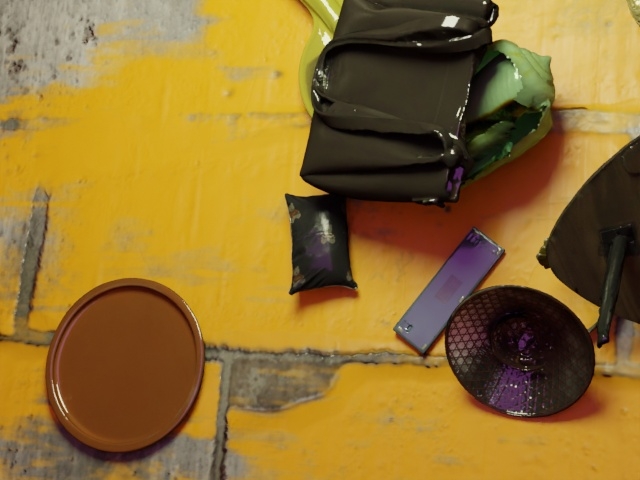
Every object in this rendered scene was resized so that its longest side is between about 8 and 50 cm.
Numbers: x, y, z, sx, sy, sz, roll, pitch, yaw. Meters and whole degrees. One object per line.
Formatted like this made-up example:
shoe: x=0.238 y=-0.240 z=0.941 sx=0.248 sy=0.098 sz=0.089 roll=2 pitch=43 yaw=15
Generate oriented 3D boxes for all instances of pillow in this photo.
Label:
pillow: x=0.000 y=0.000 z=1.845 sx=0.090 sy=0.048 sz=0.150 roll=-9 pitch=71 yaw=19

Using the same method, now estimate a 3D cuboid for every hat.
hat: x=0.260 y=0.125 z=1.714 sx=0.193 sy=0.082 sz=0.193 roll=10 pitch=118 yaw=19

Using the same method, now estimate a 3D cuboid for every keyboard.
keyboard: x=0.171 y=0.066 z=1.789 sx=0.055 sy=0.014 sz=0.176 roll=38 pitch=90 yaw=22

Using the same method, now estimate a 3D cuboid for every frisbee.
frisbee: x=-0.277 y=0.176 z=1.909 sx=0.251 sy=0.021 sz=0.251 roll=-4 pitch=76 yaw=17

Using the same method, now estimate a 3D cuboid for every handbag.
handbag: x=0.105 y=-0.190 z=1.752 sx=0.257 sy=0.113 sz=0.285 roll=9 pitch=83 yaw=44

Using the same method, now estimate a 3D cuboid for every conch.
conch: x=0.211 y=-0.147 z=1.762 sx=0.143 sy=0.137 sz=0.250 roll=43 pitch=93 yaw=22

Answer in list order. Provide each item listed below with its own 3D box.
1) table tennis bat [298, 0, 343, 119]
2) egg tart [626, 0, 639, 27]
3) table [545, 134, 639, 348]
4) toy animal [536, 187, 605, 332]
table tennis bat: x=0.044 y=-0.286 z=1.902 sx=0.224 sy=0.054 sz=0.369 roll=-36 pitch=72 yaw=6
egg tart: x=0.495 y=-0.330 z=1.739 sx=0.212 sy=0.090 sz=0.213 roll=-4 pitch=74 yaw=16
table: x=0.417 y=0.037 z=1.504 sx=0.317 sy=0.249 sz=0.317 roll=1 pitch=112 yaw=3
toy animal: x=0.357 y=-0.007 z=1.708 sx=0.155 sy=0.219 sz=0.095 roll=-34 pitch=43 yaw=-31
